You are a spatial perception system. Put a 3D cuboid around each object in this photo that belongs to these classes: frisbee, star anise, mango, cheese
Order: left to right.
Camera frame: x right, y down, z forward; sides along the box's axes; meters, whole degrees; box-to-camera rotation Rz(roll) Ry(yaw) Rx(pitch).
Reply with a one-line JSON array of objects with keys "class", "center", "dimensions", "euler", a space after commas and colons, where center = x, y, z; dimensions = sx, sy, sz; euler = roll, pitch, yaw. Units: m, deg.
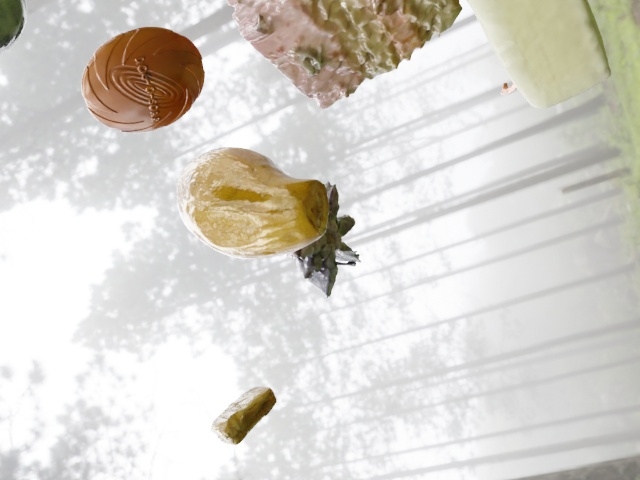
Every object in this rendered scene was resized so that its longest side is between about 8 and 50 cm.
[{"class": "frisbee", "center": [-0.265, -0.235, 1.129], "dimensions": [0.192, 0.192, 0.035], "euler": [31, -156, -52]}, {"class": "mango", "center": [-0.129, -0.062, 1.255], "dimensions": [0.187, 0.359, 0.144], "euler": [-50, -48, -12]}, {"class": "star anise", "center": [0.000, 0.000, 1.463], "dimensions": [0.236, 0.093, 0.229], "euler": [-12, -87, -57]}, {"class": "cheese", "center": [0.224, -0.323, 0.858], "dimensions": [0.265, 0.124, 0.242], "euler": [43, -143, -45]}]

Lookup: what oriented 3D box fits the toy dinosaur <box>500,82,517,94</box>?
[{"class": "toy dinosaur", "center": [0.326, -0.304, 1.063], "dimensions": [0.279, 0.055, 0.101], "euler": [109, -179, -70]}]

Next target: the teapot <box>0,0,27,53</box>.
[{"class": "teapot", "center": [-0.385, -0.310, 0.738], "dimensions": [0.184, 0.251, 0.183], "euler": [14, -142, -11]}]

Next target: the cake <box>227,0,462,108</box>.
[{"class": "cake", "center": [0.024, -0.432, 1.216], "dimensions": [0.314, 0.307, 0.293], "euler": [36, -155, -56]}]

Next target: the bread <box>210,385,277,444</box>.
[{"class": "bread", "center": [-0.144, 0.326, 1.389], "dimensions": [0.132, 0.074, 0.053], "euler": [-39, -72, -28]}]
